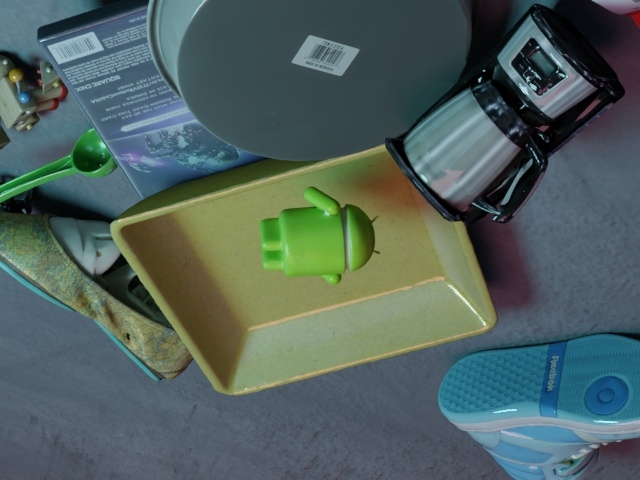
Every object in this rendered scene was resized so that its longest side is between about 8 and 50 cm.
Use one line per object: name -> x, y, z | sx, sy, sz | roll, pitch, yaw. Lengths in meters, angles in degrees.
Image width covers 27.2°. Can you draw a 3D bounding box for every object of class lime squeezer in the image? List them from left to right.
lime squeezer -> -0.238, -0.123, 1.355 | 0.110, 0.058, 0.310 | 23, 134, -25

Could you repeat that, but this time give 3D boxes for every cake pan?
cake pan -> 0.000, -0.172, 1.131 | 0.293, 0.054, 0.293 | -7, 142, -5

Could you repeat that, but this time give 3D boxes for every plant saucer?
plant saucer -> -0.007, 0.013, 1.399 | 0.333, 0.081, 0.333 | -15, 139, 10

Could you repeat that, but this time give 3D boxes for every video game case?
video game case -> -0.126, -0.132, 1.293 | 0.196, 0.026, 0.274 | -16, 140, 10

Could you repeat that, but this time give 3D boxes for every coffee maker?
coffee maker -> 0.161, -0.114, 1.149 | 0.178, 0.171, 0.120 | -42, 101, 19

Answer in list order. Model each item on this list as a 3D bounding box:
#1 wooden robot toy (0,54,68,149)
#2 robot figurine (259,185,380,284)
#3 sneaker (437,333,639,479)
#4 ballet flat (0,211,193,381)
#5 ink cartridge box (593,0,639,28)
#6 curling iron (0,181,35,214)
wooden robot toy -> -0.318, -0.158, 1.363 | 0.079, 0.076, 0.173 | 57, 138, 2
robot figurine -> 0.000, 0.000, 1.272 | 0.115, 0.067, 0.101 | -5, 127, -3
sneaker -> 0.322, 0.218, 1.590 | 0.319, 0.127, 0.208 | -3, 141, 39
ballet flat -> -0.255, 0.044, 1.571 | 0.123, 0.123, 0.348 | -13, 140, 34
ink cartridge box -> 0.310, -0.213, 1.049 | 0.181, 0.056, 0.224 | -13, 135, 34
curling iron -> -0.430, -0.103, 1.486 | 0.068, 0.035, 0.274 | -25, 131, 37
